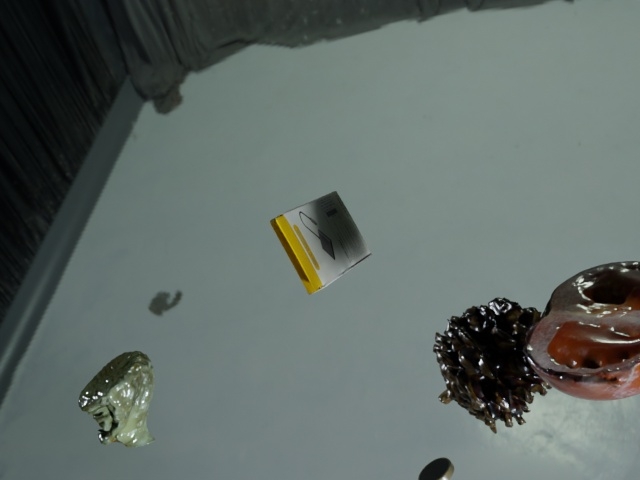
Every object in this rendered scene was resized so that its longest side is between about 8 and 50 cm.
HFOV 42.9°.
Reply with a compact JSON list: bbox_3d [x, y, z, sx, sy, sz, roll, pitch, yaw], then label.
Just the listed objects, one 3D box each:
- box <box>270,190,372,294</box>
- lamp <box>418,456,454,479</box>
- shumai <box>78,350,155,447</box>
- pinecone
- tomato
[{"bbox_3d":[0.000,0.000,1.281,0.033,0.129,0.247,-28,-1,26],"label":"box"},{"bbox_3d":[0.266,0.510,1.513,0.121,0.215,0.121,-34,12,8],"label":"lamp"},{"bbox_3d":[-0.176,0.154,0.758,0.082,0.080,0.083,-43,18,-22],"label":"shumai"},{"bbox_3d":[0.332,0.223,1.557,0.243,0.243,0.257,25,87,35],"label":"pinecone"},{"bbox_3d":[0.377,0.131,1.028,0.199,0.112,0.228,-1,36,48],"label":"tomato"}]
